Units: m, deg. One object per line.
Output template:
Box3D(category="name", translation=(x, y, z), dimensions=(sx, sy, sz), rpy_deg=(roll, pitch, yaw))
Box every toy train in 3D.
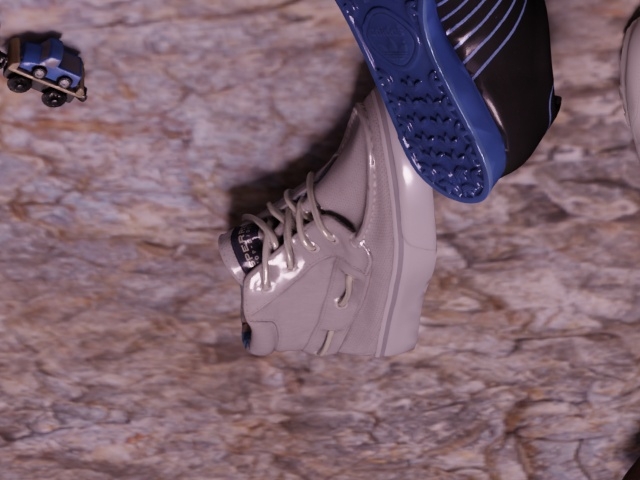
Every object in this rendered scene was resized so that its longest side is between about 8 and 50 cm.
Box3D(category="toy train", translation=(-0.195, -0.114, 0.942), dimensions=(0.158, 0.027, 0.036), rpy_deg=(22, 127, -28))

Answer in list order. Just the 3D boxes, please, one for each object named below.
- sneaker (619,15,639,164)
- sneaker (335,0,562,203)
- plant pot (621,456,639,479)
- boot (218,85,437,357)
Box3D(category="sneaker", translation=(0.226, -0.025, 0.977), dimensions=(0.090, 0.095, 0.235), rpy_deg=(-11, 119, 16))
Box3D(category="sneaker", translation=(0.064, -0.134, 0.885), dimensions=(0.081, 0.090, 0.232), rpy_deg=(13, 136, 40))
Box3D(category="plant pot", translation=(0.327, 0.188, 1.250), dimensions=(0.215, 0.215, 0.230), rpy_deg=(17, 154, -23))
Box3D(category="boot", translation=(0.000, 0.000, 1.042), dimensions=(0.123, 0.095, 0.258), rpy_deg=(-6, 145, -5))
